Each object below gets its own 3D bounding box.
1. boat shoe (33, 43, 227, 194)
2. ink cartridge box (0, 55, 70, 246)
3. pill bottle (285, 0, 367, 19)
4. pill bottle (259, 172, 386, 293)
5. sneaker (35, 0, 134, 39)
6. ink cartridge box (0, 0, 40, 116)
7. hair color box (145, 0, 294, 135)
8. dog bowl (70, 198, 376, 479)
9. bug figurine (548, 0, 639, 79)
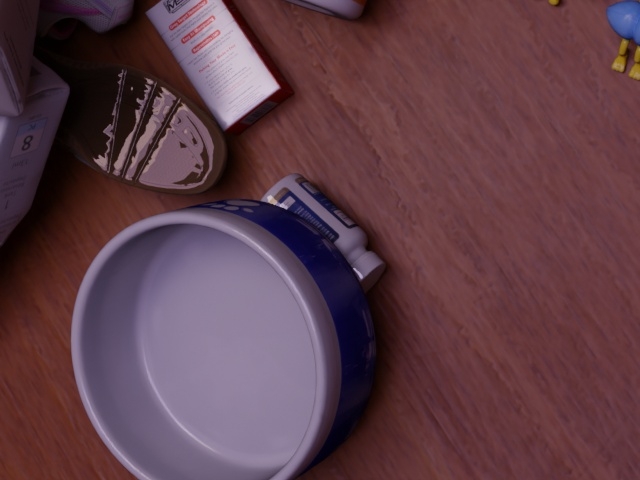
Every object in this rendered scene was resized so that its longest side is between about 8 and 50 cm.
[{"bbox_3d":[-0.208,-0.121,1.812,0.285,0.089,0.105,26,91,15],"label":"boat shoe"},{"bbox_3d":[-0.417,-0.072,1.833,0.308,0.091,0.385,38,126,21],"label":"ink cartridge box"},{"bbox_3d":[0.013,-0.318,1.728,0.121,0.121,0.216,20,93,18],"label":"pill bottle"},{"bbox_3d":[0.000,0.000,1.742,0.120,0.067,0.067,42,100,16],"label":"pill bottle"},{"bbox_3d":[-0.281,-0.245,1.829,0.252,0.103,0.111,8,117,34],"label":"sneaker"},{"bbox_3d":[-0.358,-0.267,1.661,0.226,0.131,0.306,0,64,5],"label":"ink cartridge box"},{"bbox_3d":[-0.095,-0.176,1.796,0.072,0.043,0.141,-36,78,13],"label":"hair color box"},{"bbox_3d":[-0.087,0.098,1.710,0.264,0.104,0.265,6,103,28],"label":"dog bowl"},{"bbox_3d":[0.281,-0.287,1.665,0.216,0.072,0.279,21,94,18],"label":"bug figurine"}]
